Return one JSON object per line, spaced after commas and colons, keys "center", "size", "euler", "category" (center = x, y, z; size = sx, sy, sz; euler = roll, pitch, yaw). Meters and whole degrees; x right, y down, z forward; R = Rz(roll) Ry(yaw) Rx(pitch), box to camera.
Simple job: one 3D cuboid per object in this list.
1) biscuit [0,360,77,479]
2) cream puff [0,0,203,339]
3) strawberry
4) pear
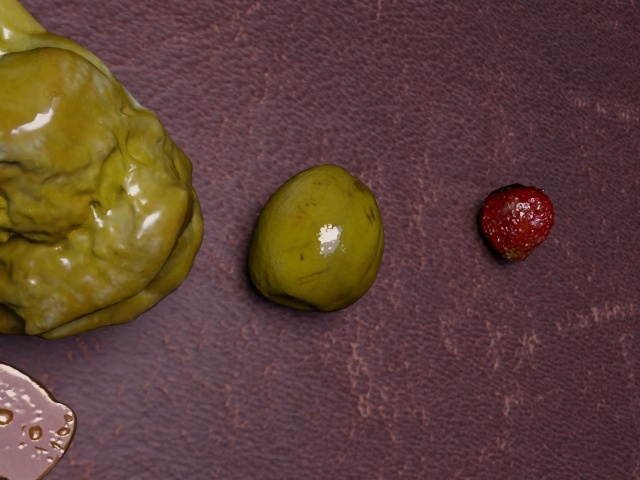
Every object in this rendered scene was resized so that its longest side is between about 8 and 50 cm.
{"center": [-0.309, 0.175, 0.648], "size": [0.140, 0.023, 0.118], "euler": [45, 66, -13], "category": "biscuit"}
{"center": [-0.244, -0.018, 0.564], "size": [0.274, 0.323, 0.270], "euler": [35, 81, -6], "category": "cream puff"}
{"center": [0.256, -0.022, 0.905], "size": [0.106, 0.106, 0.106], "euler": [4, 79, -24], "category": "strawberry"}
{"center": [0.000, 0.000, 0.754], "size": [0.149, 0.149, 0.162], "euler": [30, 77, -18], "category": "pear"}
